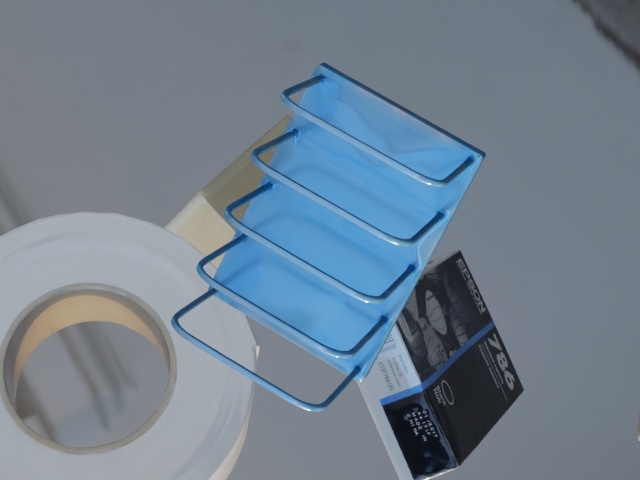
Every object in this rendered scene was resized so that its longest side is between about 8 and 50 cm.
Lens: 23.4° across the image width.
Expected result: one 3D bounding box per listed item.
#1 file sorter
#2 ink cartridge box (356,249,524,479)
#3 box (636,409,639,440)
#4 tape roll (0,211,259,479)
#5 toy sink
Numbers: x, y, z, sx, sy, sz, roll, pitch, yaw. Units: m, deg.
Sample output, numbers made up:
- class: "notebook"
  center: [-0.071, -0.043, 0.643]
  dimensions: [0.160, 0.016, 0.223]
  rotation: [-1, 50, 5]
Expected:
- class: "file sorter"
  center: [0.000, 0.000, 0.934]
  dimensions: [0.118, 0.104, 0.170]
  rotation: [30, 110, 9]
- class: "ink cartridge box"
  center: [0.118, 0.107, 1.488]
  dimensions: [0.165, 0.065, 0.333]
  rotation: [65, -160, -2]
- class: "box"
  center: [0.405, 0.058, 1.309]
  dimensions: [0.121, 0.148, 0.311]
  rotation: [29, 124, -1]
- class: "tape roll"
  center: [-0.197, 0.121, 1.333]
  dimensions: [0.286, 0.286, 0.100]
  rotation: [60, 166, 16]
- class: "toy sink"
  center: [-0.090, -0.027, 1.955]
  dimensions: [0.131, 0.234, 0.153]
  rotation: [47, 130, -3]
